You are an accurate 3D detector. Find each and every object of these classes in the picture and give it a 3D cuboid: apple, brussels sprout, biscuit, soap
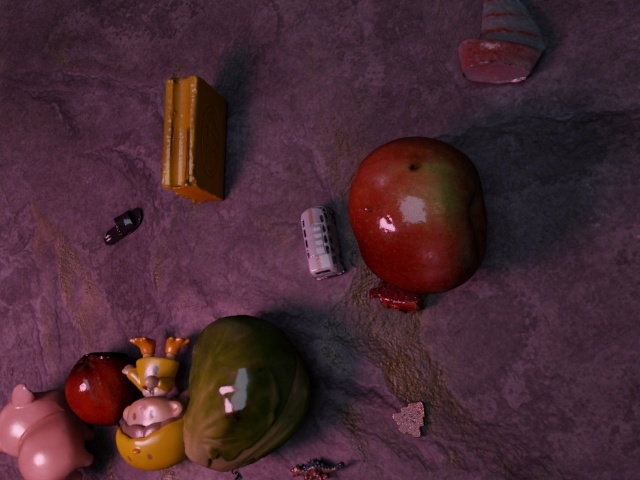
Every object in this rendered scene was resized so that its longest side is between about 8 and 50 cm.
[{"bbox_3d":[0.215,-0.056,1.228,0.277,0.348,0.348,-3,80,27],"label":"apple"},{"bbox_3d":[-0.187,0.372,1.343,0.315,0.276,0.371,10,85,26],"label":"brussels sprout"},{"bbox_3d":[0.218,0.422,1.317,0.082,0.016,0.092,31,92,27],"label":"biscuit"},{"bbox_3d":[-0.349,-0.277,1.551,0.096,0.204,0.324,-3,81,17],"label":"soap"}]

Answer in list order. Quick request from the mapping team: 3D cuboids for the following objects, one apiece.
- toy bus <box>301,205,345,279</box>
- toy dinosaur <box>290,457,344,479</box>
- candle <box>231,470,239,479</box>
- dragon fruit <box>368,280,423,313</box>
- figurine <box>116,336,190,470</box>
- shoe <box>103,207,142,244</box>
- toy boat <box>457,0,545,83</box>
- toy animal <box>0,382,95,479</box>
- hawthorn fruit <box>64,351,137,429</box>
[{"bbox_3d":[0.000,0.000,1.431,0.087,0.089,0.194,-14,76,18],"label":"toy bus"},{"bbox_3d":[-0.008,0.568,1.364,0.154,0.049,0.055,-19,72,22],"label":"toy dinosaur"},{"bbox_3d":[-0.243,0.554,1.473,0.026,0.021,0.167,-27,72,43],"label":"candle"},{"bbox_3d":[0.188,0.146,1.363,0.131,0.063,0.097,-13,42,15],"label":"dragon fruit"},{"bbox_3d":[-0.435,0.435,1.482,0.215,0.187,0.343,-6,75,25],"label":"figurine"},{"bbox_3d":[-0.620,-0.042,1.699,0.159,0.053,0.062,-36,67,15],"label":"shoe"},{"bbox_3d":[0.447,-0.528,1.360,0.206,0.096,0.282,3,70,15],"label":"toy boat"},{"bbox_3d":[-0.786,0.562,1.563,0.237,0.269,0.326,-59,28,-5],"label":"toy animal"},{"bbox_3d":[-0.610,0.431,1.563,0.189,0.189,0.251,-15,95,18],"label":"hawthorn fruit"}]
